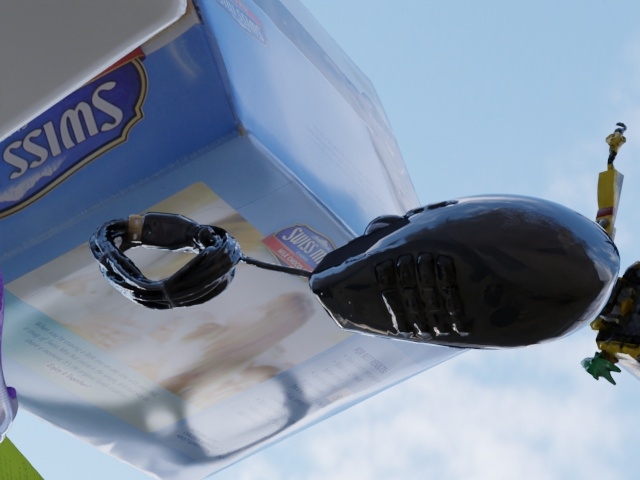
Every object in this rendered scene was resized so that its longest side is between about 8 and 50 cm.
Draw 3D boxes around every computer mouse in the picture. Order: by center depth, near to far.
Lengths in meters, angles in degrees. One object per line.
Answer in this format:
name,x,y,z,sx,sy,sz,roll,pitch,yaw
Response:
computer mouse,0.000,0.000,0.646,0.242,0.071,0.041,4,-60,39

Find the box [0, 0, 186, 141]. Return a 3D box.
box,-0.194,-0.169,0.487,0.168,0.345,0.215,-35,-51,8

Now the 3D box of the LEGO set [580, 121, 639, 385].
LEGO set,0.247,-0.066,0.966,0.192,0.255,0.331,36,-98,-33

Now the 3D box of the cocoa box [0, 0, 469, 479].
cocoa box,-0.096,-0.032,1.044,0.231,0.347,0.228,-27,-120,13

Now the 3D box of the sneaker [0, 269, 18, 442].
sneaker,-0.172,0.011,0.669,0.095,0.104,0.236,12,-52,31

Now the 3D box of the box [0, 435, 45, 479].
box,-0.135,0.179,0.885,0.042,0.109,0.178,-23,-44,6
